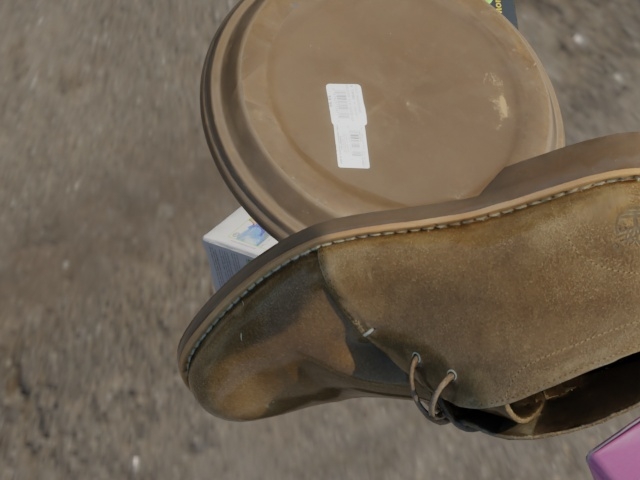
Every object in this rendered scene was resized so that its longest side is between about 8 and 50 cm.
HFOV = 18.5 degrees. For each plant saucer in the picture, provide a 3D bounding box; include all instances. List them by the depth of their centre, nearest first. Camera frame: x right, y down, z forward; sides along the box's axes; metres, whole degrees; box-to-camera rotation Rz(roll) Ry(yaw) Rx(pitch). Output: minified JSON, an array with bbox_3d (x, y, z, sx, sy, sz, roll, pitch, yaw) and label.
[{"bbox_3d":[0.052,-0.096,1.418,0.278,0.041,0.278,7,61,-13],"label":"plant saucer"}]

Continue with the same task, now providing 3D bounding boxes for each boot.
[{"bbox_3d":[0.054,0.050,0.984,0.305,0.115,0.112,-21,146,28],"label":"boot"}]

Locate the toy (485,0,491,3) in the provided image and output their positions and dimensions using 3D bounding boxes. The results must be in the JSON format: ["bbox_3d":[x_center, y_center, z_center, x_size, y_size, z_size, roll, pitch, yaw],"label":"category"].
[{"bbox_3d":[0.058,-0.265,1.643,0.237,0.056,0.137,36,121,-29],"label":"toy"}]

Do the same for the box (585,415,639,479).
[{"bbox_3d":[0.214,0.166,0.581,0.117,0.243,0.213,-33,129,-8],"label":"box"}]

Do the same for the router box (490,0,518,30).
[{"bbox_3d":[0.047,-0.276,1.822,0.243,0.081,0.309,-3,78,-18],"label":"router box"}]

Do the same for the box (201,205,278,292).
[{"bbox_3d":[0.000,0.000,1.874,0.203,0.103,0.114,-41,133,-34],"label":"box"}]
